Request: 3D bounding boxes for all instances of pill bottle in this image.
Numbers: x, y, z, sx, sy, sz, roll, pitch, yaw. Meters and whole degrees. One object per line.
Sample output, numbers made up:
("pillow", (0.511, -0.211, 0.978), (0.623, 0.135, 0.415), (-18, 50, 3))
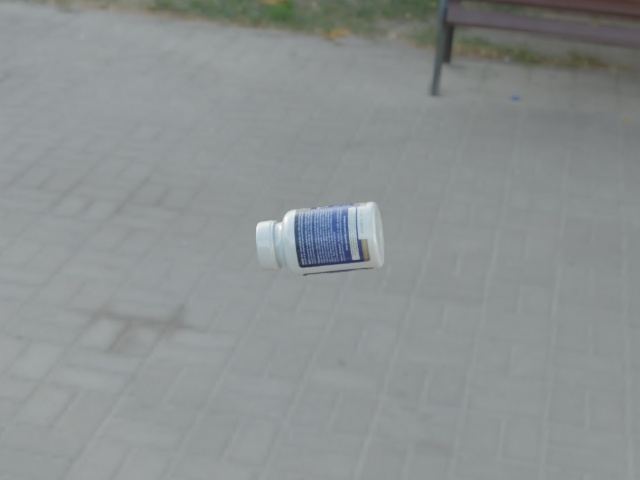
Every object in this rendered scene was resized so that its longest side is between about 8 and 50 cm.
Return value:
("pill bottle", (0.000, 0.000, 1.342), (0.120, 0.067, 0.067), (-6, 22, 9))
